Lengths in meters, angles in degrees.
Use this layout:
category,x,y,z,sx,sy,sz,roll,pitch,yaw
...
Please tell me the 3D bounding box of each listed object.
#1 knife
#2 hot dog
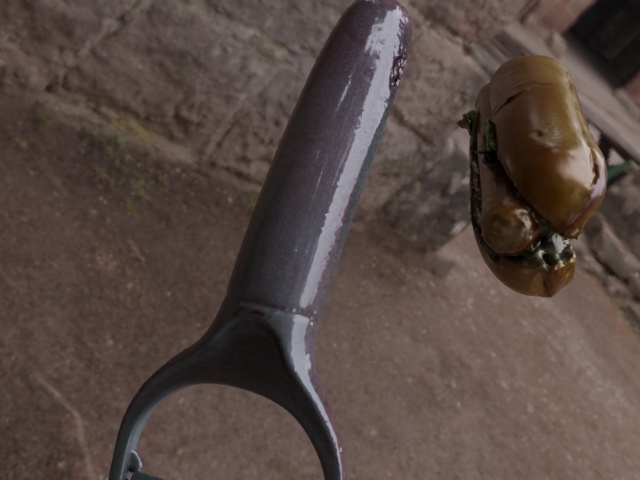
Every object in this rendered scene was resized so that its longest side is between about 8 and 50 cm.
category,x,y,z,sx,sy,sz,roll,pitch,yaw
knife,0.000,-0.001,0.430,0.123,0.278,0.053,15,-16,11
hot dog,0.123,-0.053,0.581,0.068,0.100,0.249,14,26,0
